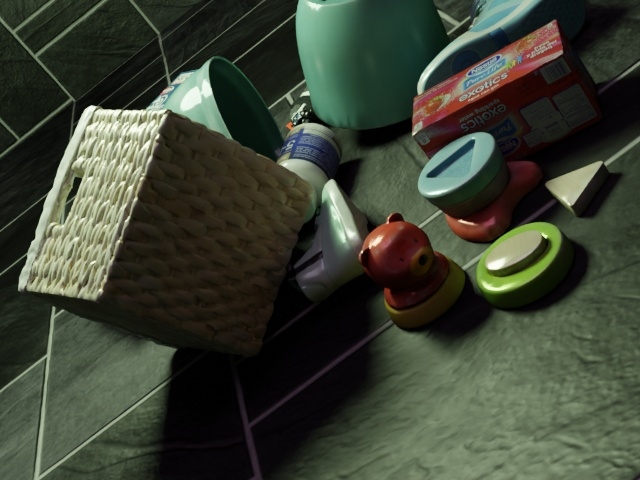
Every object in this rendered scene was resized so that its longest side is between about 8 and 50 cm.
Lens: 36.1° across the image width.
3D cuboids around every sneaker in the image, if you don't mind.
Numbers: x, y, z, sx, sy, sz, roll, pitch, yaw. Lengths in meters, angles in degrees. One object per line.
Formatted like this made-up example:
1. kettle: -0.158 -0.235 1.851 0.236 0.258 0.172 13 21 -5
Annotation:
1. sneaker: 0.000 0.000 1.575 0.151 0.094 0.256 -38 25 11
2. sneaker: 0.284 -0.343 1.713 0.319 0.127 0.208 -31 28 -4
3. sneaker: 0.007 -0.259 2.010 0.121 0.079 0.217 -52 27 0

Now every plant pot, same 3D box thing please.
1. plant pot: -0.209 -0.178 1.886 0.196 0.293 0.293 -26 29 18
2. plant pot: 0.086 -0.387 1.818 0.293 0.235 0.293 -14 39 12

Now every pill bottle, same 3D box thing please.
1. pill bottle: -0.031 -0.118 1.780 0.112 0.112 0.186 -23 30 31

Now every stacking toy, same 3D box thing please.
1. stacking toy: 0.210 -0.041 1.321 0.280 0.130 0.309 -8 41 48

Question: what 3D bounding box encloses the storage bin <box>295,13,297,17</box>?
1. storage bin: 0.016 -0.563 2.453 0.135 0.098 0.091 -37 36 6

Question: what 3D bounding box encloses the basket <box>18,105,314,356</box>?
1. basket: -0.235 -0.006 1.553 0.266 0.331 0.328 7 75 49

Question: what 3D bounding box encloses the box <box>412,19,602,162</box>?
1. box: 0.277 -0.201 1.485 0.257 0.128 0.122 -27 29 25

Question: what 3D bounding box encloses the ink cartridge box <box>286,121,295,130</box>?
1. ink cartridge box: -0.030 -0.290 2.142 0.115 0.029 0.063 -40 26 -1

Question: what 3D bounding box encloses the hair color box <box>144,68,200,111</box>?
1. hair color box: -0.358 -0.225 2.306 0.105 0.174 0.347 4 50 54
